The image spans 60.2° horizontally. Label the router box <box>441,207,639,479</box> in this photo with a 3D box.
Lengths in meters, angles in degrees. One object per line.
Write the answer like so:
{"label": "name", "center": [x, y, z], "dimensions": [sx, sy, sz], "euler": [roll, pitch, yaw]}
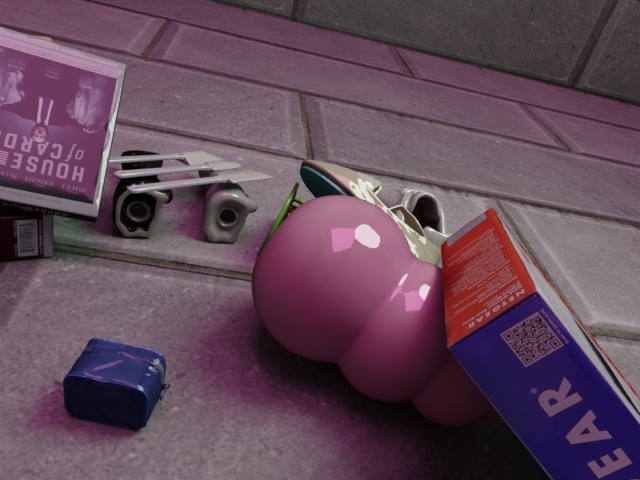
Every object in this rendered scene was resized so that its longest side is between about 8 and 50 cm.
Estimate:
{"label": "router box", "center": [0.255, 0.148, 0.554], "dimensions": [0.335, 0.082, 0.301], "euler": [51, 18, -5]}

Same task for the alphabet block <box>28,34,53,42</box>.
{"label": "alphabet block", "center": [-0.493, -0.195, 0.847], "dimensions": [0.192, 0.194, 0.197], "euler": [-6, 38, -34]}

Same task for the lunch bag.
{"label": "lunch bag", "center": [-0.206, 0.145, 0.572], "dimensions": [0.098, 0.067, 0.065], "euler": [15, 32, -5]}

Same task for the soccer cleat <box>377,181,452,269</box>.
{"label": "soccer cleat", "center": [0.158, -0.043, 0.954], "dimensions": [0.115, 0.143, 0.331], "euler": [9, 31, -12]}

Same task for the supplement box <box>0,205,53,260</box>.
{"label": "supplement box", "center": [-0.483, -0.032, 0.711], "dimensions": [0.239, 0.073, 0.130], "euler": [-5, 38, -31]}

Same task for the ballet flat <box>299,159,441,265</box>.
{"label": "ballet flat", "center": [0.076, -0.040, 0.797], "dimensions": [0.248, 0.086, 0.086], "euler": [47, 39, 10]}

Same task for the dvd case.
{"label": "dvd case", "center": [-0.366, -0.154, 0.726], "dimensions": [0.179, 0.029, 0.239], "euler": [12, 68, -24]}

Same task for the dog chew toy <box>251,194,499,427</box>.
{"label": "dog chew toy", "center": [0.081, 0.095, 0.666], "dimensions": [0.331, 0.207, 0.206], "euler": [37, 35, 7]}

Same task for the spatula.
{"label": "spatula", "center": [-0.215, -0.107, 0.845], "dimensions": [0.168, 0.019, 0.242], "euler": [30, 29, 35]}

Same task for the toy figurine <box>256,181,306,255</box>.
{"label": "toy figurine", "center": [0.000, 0.000, 0.881], "dimensions": [0.159, 0.130, 0.173], "euler": [29, 7, -6]}

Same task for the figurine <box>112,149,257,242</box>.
{"label": "figurine", "center": [-0.227, -0.091, 0.915], "dimensions": [0.214, 0.092, 0.209], "euler": [4, 30, -20]}
